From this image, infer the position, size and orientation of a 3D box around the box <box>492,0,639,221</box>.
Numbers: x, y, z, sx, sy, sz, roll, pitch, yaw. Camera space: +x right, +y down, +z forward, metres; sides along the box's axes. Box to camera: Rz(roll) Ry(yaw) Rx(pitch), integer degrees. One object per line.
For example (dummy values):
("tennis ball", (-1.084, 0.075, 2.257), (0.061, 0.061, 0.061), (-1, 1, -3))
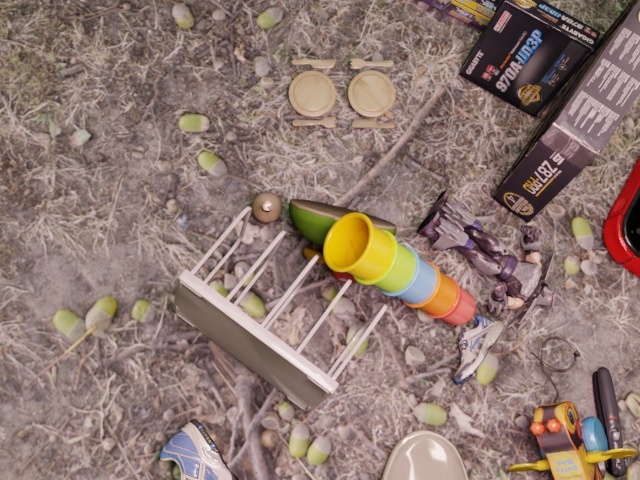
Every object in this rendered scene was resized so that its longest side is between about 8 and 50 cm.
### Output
("box", (0.471, -0.249, 1.476), (0.097, 0.318, 0.395), (35, 71, 7))

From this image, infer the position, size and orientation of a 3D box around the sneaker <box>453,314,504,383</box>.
("sneaker", (0.254, 0.183, 1.450), (0.058, 0.052, 0.135), (33, 62, 12))

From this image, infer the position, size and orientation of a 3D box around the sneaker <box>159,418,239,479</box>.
("sneaker", (-0.163, 0.377, 1.295), (0.081, 0.080, 0.211), (-33, 71, -12))

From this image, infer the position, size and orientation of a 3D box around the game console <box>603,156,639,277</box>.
("game console", (0.738, -0.047, 1.614), (0.342, 0.060, 0.386), (36, 70, -4))

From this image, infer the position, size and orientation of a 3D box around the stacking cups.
("stacking cups", (0.145, 0.056, 1.358), (0.316, 0.096, 0.096), (27, 64, -40))

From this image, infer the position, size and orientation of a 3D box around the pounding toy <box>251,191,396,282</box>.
("pounding toy", (0.000, 0.000, 1.414), (0.237, 0.183, 0.110), (12, 97, -10))

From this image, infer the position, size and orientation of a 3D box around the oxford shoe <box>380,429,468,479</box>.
("oxford shoe", (0.164, 0.510, 1.280), (0.169, 0.130, 0.449), (9, 69, -6))

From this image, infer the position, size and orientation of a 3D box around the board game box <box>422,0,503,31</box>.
("board game box", (0.277, -0.502, 1.662), (0.170, 0.048, 0.141), (23, 70, -14))

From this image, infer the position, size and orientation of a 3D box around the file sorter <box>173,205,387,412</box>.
("file sorter", (-0.066, 0.106, 1.337), (0.278, 0.193, 0.173), (36, 67, 2))

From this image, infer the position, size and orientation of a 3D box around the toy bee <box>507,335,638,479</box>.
("toy bee", (0.377, 0.323, 1.362), (0.195, 0.162, 0.298), (-41, 70, 24))

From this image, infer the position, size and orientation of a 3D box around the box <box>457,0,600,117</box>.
("box", (0.370, -0.336, 1.546), (0.175, 0.220, 0.051), (30, 62, 0))

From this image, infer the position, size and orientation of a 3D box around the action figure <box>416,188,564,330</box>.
("action figure", (0.304, 0.034, 1.478), (0.285, 0.099, 0.185), (35, 53, -3))

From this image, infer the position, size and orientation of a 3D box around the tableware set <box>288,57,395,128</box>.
("tableware set", (0.038, -0.264, 1.560), (0.194, 0.039, 0.128), (0, 84, -4))

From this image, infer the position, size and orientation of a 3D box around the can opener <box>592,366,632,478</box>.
("can opener", (0.483, 0.305, 1.441), (0.073, 0.059, 0.186), (6, 71, -8))
